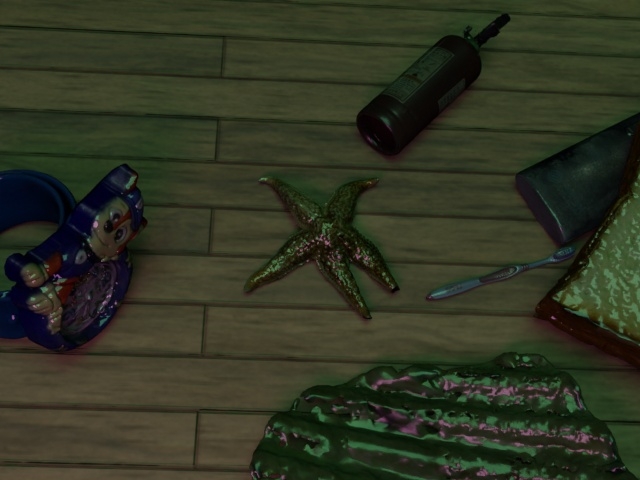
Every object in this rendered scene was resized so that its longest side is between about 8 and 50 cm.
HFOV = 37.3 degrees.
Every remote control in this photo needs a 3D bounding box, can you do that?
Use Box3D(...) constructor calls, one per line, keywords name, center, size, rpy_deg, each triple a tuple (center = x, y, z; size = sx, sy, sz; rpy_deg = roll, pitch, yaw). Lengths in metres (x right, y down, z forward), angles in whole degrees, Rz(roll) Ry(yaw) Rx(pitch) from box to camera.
Box3D(name="remote control", center=(0.428, -0.118, 1.191), size=(0.377, 0.044, 0.107), rpy_deg=(-26, 75, -14))

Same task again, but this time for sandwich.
Box3D(name="sandwich", center=(0.431, 0.025, 1.079), size=(0.271, 0.099, 0.301), rpy_deg=(33, 73, 1))

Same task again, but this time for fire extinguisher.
Box3D(name="fire extinguisher", center=(0.150, -0.204, 1.183), size=(0.231, 0.099, 0.071), rpy_deg=(-43, 97, -19))

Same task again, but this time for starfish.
Box3D(name="starfish", center=(0.000, -0.001, 1.115), size=(0.217, 0.050, 0.223), rpy_deg=(-41, 69, -11))

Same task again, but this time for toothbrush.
Box3D(name="toothbrush", center=(0.214, 0.039, 1.120), size=(0.193, 0.019, 0.013), rpy_deg=(-17, 68, -9))

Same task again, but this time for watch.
Box3D(name="watch", center=(-0.313, 0.010, 1.033), size=(0.200, 0.171, 0.196), rpy_deg=(24, 54, 20))

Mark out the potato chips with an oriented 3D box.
Box3D(name="potato chips", center=(0.131, 0.291, 0.957), size=(0.389, 0.097, 0.373), rpy_deg=(-12, 68, -8))
